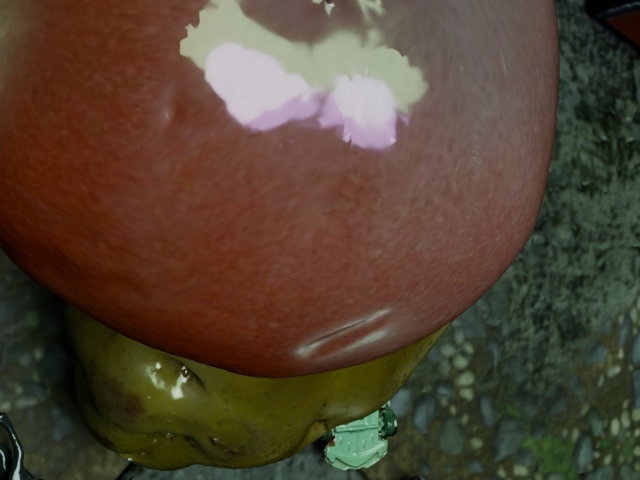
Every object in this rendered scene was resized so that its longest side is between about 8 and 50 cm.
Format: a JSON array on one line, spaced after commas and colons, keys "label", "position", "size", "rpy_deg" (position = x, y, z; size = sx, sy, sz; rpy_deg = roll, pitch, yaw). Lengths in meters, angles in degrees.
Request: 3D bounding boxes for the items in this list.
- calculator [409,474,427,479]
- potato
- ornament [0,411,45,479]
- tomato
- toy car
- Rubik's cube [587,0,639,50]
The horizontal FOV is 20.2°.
[{"label": "calculator", "position": [0.046, 0.312, 1.274], "size": [0.166, 0.028, 0.274], "rpy_deg": [34, 79, -29]}, {"label": "potato", "position": [0.000, 0.000, 1.133], "size": [0.195, 0.176, 0.369], "rpy_deg": [41, 65, 18]}, {"label": "ornament", "position": [-0.197, 0.174, 1.112], "size": [0.073, 0.028, 0.125], "rpy_deg": [-34, 110, -22]}, {"label": "tomato", "position": [-0.023, -0.094, 0.904], "size": [0.341, 0.273, 0.341], "rpy_deg": [7, 75, -26]}, {"label": "toy car", "position": [0.022, 0.095, 1.228], "size": [0.059, 0.035, 0.121], "rpy_deg": [-4, 101, -25]}, {"label": "Rubik's cube", "position": [0.415, -0.210, 1.256], "size": [0.283, 0.293, 0.288], "rpy_deg": [36, 79, -20]}]
